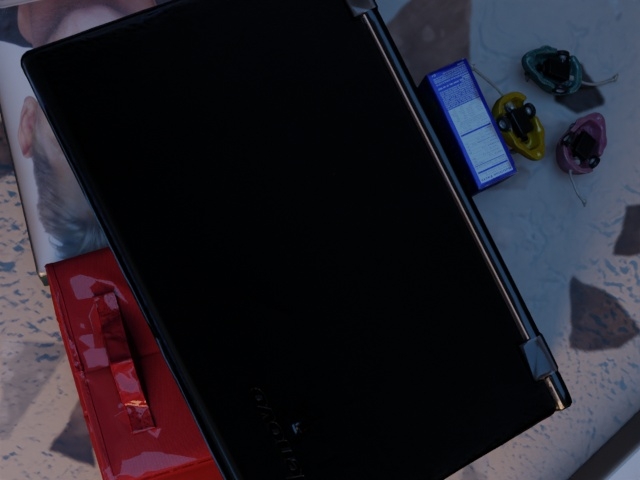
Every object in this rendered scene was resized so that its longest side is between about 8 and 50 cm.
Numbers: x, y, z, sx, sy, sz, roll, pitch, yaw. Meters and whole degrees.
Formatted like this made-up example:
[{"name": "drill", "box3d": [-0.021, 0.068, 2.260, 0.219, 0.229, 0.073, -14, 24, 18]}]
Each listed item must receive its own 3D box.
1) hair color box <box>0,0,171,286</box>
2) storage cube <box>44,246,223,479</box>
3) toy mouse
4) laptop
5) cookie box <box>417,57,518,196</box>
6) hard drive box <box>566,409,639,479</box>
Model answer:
[{"name": "hair color box", "box3d": [-0.187, -0.151, 1.440, 0.174, 0.105, 0.347, -13, 86, -8]}, {"name": "storage cube", "box3d": [-0.099, 0.097, 1.372, 0.193, 0.215, 0.183, -16, 76, -9]}, {"name": "toy mouse", "box3d": [0.208, -0.112, 1.512, 0.143, 0.031, 0.161, -36, 97, -33]}, {"name": "laptop", "box3d": [0.000, 0.000, 1.316, 0.236, 0.408, 0.382, -26, 88, 2]}, {"name": "cookie box", "box3d": [0.124, -0.094, 1.477, 0.040, 0.092, 0.107, -24, 88, -4]}, {"name": "hard drive box", "box3d": [0.280, 0.268, 1.461, 0.232, 0.089, 0.181, -43, 91, -9]}]
